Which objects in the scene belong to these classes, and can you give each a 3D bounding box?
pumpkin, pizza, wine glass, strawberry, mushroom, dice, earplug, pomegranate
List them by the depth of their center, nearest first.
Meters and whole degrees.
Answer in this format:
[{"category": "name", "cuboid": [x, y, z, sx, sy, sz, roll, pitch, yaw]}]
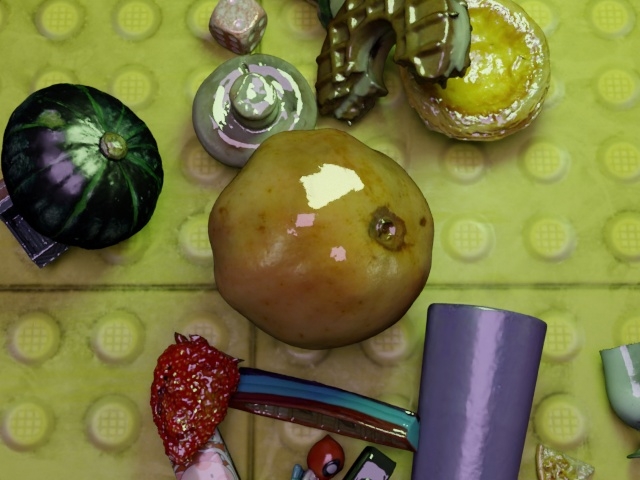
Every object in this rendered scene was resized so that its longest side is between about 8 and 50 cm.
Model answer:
[{"category": "earplug", "cuboid": [0.259, 0.344, 1.481, 0.215, 0.215, 0.455, 10, 79, 3]}, {"category": "pomegranate", "cuboid": [0.000, 0.000, 1.495, 0.412, 0.411, 0.411, 0, 76, 0]}, {"category": "strawberry", "cuboid": [-0.250, 0.275, 1.510, 0.175, 0.098, 0.228, 8, 54, 25]}, {"category": "wine glass", "cuboid": [0.574, 0.288, 1.547, 0.093, 0.093, 0.202, -11, 76, -3]}, {"category": "pizza", "cuboid": [0.450, 0.421, 1.548, 0.109, 0.026, 0.122, -13, 75, -5]}, {"category": "pumpkin", "cuboid": [-0.429, -0.140, 1.554, 0.315, 0.238, 0.315, 23, 53, -34]}, {"category": "mushroom", "cuboid": [-0.126, -0.257, 1.621, 0.244, 0.243, 0.243, 0, 76, 0]}, {"category": "dice", "cuboid": [-0.168, -0.444, 1.736, 0.094, 0.093, 0.091, 28, 78, 9]}]

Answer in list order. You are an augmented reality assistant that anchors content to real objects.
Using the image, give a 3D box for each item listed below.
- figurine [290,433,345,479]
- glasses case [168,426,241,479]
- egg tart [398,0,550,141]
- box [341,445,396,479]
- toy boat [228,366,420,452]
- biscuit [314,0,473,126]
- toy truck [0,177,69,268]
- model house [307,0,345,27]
[{"category": "figurine", "cuboid": [-0.007, 0.417, 1.530, 0.075, 0.068, 0.140, 23, 66, 23]}, {"category": "glasses case", "cuboid": [-0.195, 0.440, 1.523, 0.103, 0.067, 0.266, -26, 77, -6]}, {"category": "egg tart", "cuboid": [0.305, -0.335, 1.690, 0.319, 0.128, 0.318, -1, 77, 4]}, {"category": "box", "cuboid": [0.004, 0.504, 1.433, 0.058, 0.211, 0.350, 37, 80, 7]}, {"category": "toy boat", "cuboid": [-0.011, 0.298, 1.508, 0.392, 0.136, 0.079, 10, 65, 27]}, {"category": "biscuit", "cuboid": [0.132, -0.381, 1.601, 0.115, 0.366, 0.268, 10, 75, -40]}, {"category": "toy truck", "cuboid": [-0.562, -0.039, 1.634, 0.083, 0.092, 0.192, -38, 78, -8]}, {"category": "model house", "cuboid": [-0.009, -0.593, 1.707, 0.237, 0.237, 0.202, 38, 85, 13]}]
